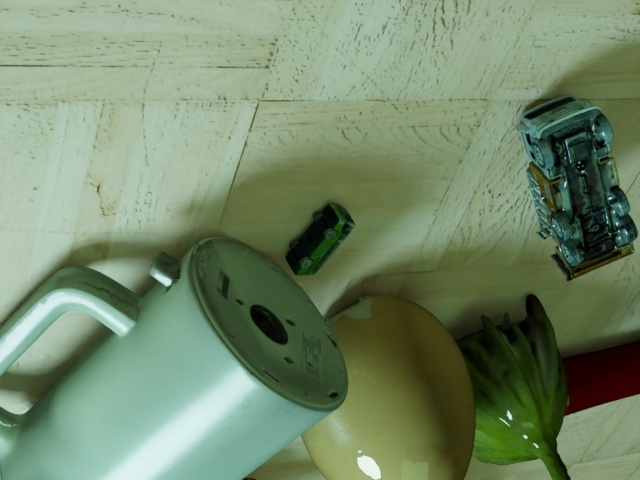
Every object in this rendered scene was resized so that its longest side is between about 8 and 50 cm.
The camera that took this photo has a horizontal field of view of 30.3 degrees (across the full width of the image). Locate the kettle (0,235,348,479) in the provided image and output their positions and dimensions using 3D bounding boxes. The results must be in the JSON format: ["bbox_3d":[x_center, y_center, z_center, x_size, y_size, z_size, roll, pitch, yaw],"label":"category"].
[{"bbox_3d":[-0.170,0.161,1.148,0.318,0.205,0.265,-41,143,23],"label":"kettle"}]

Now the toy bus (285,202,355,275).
[{"bbox_3d":[0.000,0.000,1.193,0.037,0.031,0.083,7,133,-45],"label":"toy bus"}]

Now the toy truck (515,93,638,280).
[{"bbox_3d":[0.252,-0.065,1.203,0.080,0.115,0.177,-22,120,-4],"label":"toy truck"}]

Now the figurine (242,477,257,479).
[{"bbox_3d":[-0.158,0.357,1.461,0.271,0.143,0.143,8,138,2],"label":"figurine"}]

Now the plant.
[{"bbox_3d":[0.280,0.226,1.398,0.180,0.333,0.251,-31,133,-18],"label":"plant"}]

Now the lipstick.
[{"bbox_3d":[0.412,0.178,1.603,0.241,0.080,0.080,-10,140,-19],"label":"lipstick"}]

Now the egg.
[{"bbox_3d":[0.074,0.188,1.300,0.201,0.244,0.201,-18,156,-8],"label":"egg"}]
